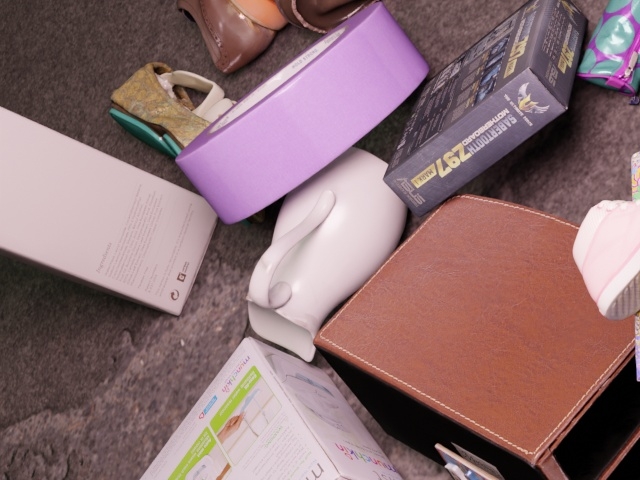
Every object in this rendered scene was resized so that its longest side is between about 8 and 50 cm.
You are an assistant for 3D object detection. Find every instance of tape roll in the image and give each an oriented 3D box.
[{"bbox_3d":[-0.020,-0.135,1.652,0.275,0.090,0.275,-37,9,7],"label":"tape roll"}]

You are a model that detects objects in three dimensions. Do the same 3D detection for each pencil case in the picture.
[{"bbox_3d":[0.300,-0.210,1.476,0.152,0.064,0.070,-65,23,0],"label":"pencil case"}]

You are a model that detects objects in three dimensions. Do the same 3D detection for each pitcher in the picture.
[{"bbox_3d":[0.000,0.000,1.596,0.125,0.178,0.207,28,76,17],"label":"pitcher"}]

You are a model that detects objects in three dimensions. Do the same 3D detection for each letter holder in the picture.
[{"bbox_3d":[0.181,0.102,1.371,0.214,0.152,0.302,-48,37,-14],"label":"letter holder"}]

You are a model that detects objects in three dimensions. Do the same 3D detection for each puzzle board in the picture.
[{"bbox_3d":[0.154,0.234,1.354,0.011,0.128,0.096,-45,37,-16],"label":"puzzle board"}]

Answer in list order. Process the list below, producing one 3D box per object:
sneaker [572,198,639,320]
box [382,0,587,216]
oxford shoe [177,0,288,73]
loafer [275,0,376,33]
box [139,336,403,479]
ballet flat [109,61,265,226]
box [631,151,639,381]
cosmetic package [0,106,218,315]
[{"bbox_3d":[0.218,-0.016,1.032,0.134,0.051,0.070,-50,46,24],"label":"sneaker"},{"bbox_3d":[0.163,-0.139,1.509,0.183,0.059,0.233,-38,14,28],"label":"box"},{"bbox_3d":[-0.151,-0.357,2.007,0.133,0.130,0.364,-51,40,25],"label":"oxford shoe"},{"bbox_3d":[0.089,-0.356,1.730,0.366,0.134,0.130,-44,43,23],"label":"loafer"},{"bbox_3d":[-0.065,0.274,1.568,0.262,0.127,0.231,-54,41,12],"label":"box"},{"bbox_3d":[-0.144,-0.133,1.895,0.348,0.123,0.123,37,99,50],"label":"ballet flat"},{"bbox_3d":[0.409,0.025,1.061,0.290,0.279,0.177,-19,56,41],"label":"box"},{"bbox_3d":[-0.327,-0.046,1.840,0.197,0.365,0.155,15,82,50],"label":"cosmetic package"}]
